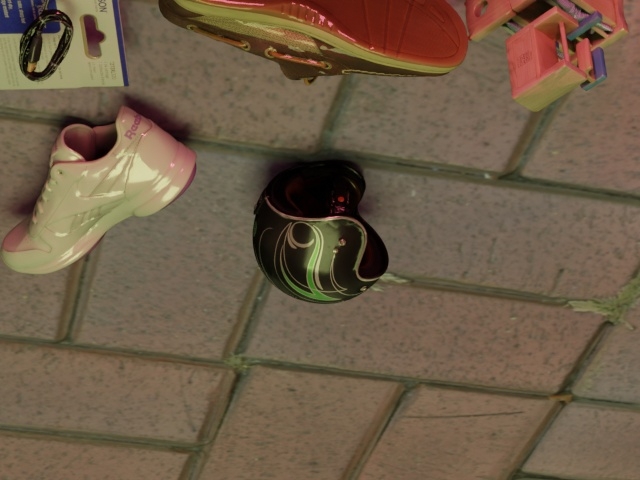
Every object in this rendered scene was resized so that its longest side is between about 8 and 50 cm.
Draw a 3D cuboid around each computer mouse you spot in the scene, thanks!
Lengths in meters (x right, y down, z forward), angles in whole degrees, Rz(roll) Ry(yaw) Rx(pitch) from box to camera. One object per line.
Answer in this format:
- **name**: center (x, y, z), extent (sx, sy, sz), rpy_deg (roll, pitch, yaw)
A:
- **computer mouse**: center (-0.288, -0.276, 1.957), extent (0.071, 0.041, 0.242), rpy_deg (5, 116, -5)

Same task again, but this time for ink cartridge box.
- **ink cartridge box**: center (-0.401, -0.241, 2.065), extent (0.371, 0.069, 0.175), rpy_deg (0, 143, 1)

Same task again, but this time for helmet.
- **helmet**: center (0.000, 0.000, 2.338), extent (0.169, 0.169, 0.161), rpy_deg (-3, 128, 1)

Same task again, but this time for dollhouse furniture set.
- **dollhouse furniture set**: center (0.251, -0.203, 2.046), extent (0.129, 0.183, 0.129), rpy_deg (27, 135, -34)

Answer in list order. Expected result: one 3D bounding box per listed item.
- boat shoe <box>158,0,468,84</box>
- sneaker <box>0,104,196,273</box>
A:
- **boat shoe**: center (-0.012, -0.238, 2.052), extent (0.342, 0.123, 0.123), rpy_deg (11, 151, -11)
- **sneaker**: center (-0.298, -0.069, 2.297), extent (0.305, 0.114, 0.152), rpy_deg (-31, 122, 28)
